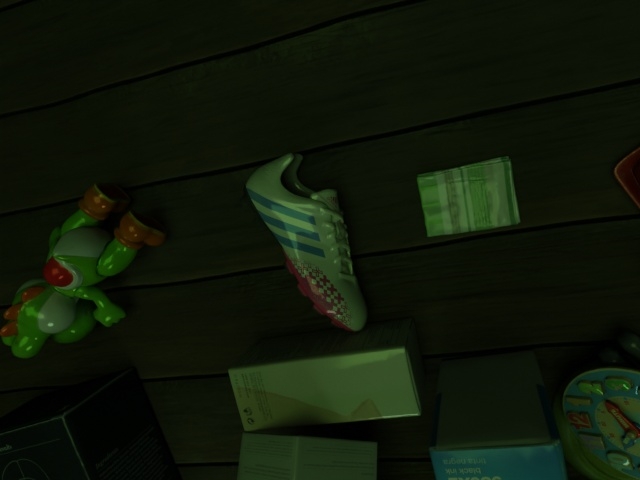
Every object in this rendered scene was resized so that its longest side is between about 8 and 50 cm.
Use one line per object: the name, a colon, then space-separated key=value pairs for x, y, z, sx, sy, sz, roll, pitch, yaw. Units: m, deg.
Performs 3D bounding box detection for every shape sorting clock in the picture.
shape sorting clock: x=0.463 y=0.275 z=0.738 sx=0.206 sy=0.040 sz=0.206 roll=31 pitch=137 yaw=33

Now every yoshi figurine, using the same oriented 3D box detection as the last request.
yoshi figurine: x=-0.467 y=0.073 z=0.997 sx=0.203 sy=0.203 sz=0.362 roll=37 pitch=94 yaw=-35

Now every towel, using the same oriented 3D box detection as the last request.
towel: x=0.242 y=-0.068 z=0.827 sx=0.152 sy=0.023 sz=0.113 roll=-10 pitch=97 yaw=17

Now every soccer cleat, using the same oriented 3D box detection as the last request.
soccer cleat: x=0.000 y=0.000 z=0.857 sx=0.143 sy=0.116 sz=0.331 roll=-37 pitch=89 yaw=18

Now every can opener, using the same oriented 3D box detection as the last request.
can opener: x=0.543 y=0.252 z=0.727 sx=0.283 sy=0.095 sz=0.076 roll=41 pitch=106 yaw=5

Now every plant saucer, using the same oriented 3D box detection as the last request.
plant saucer: x=0.505 y=0.307 z=0.817 sx=0.241 sy=0.037 sz=0.241 roll=3 pitch=100 yaw=15

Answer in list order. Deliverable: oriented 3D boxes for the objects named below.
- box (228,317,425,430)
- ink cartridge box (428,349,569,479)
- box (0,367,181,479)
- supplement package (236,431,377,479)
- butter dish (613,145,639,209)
box: x=0.017 y=0.233 z=0.881 sx=0.311 sy=0.148 sz=0.121 roll=-11 pitch=97 yaw=18
ink cartridge box: x=0.293 y=0.411 z=0.762 sx=0.166 sy=0.285 sz=0.395 roll=-12 pitch=97 yaw=18
box: x=-0.484 y=0.511 z=1.031 sx=0.293 sy=0.212 sz=0.395 roll=-19 pitch=95 yaw=18
supplement package: x=-0.031 y=0.472 z=0.811 sx=0.175 sy=0.177 sz=0.293 roll=-22 pitch=56 yaw=48
butter dish: x=0.532 y=-0.086 z=0.696 sx=0.160 sy=0.118 sz=0.160 roll=-38 pitch=88 yaw=17
